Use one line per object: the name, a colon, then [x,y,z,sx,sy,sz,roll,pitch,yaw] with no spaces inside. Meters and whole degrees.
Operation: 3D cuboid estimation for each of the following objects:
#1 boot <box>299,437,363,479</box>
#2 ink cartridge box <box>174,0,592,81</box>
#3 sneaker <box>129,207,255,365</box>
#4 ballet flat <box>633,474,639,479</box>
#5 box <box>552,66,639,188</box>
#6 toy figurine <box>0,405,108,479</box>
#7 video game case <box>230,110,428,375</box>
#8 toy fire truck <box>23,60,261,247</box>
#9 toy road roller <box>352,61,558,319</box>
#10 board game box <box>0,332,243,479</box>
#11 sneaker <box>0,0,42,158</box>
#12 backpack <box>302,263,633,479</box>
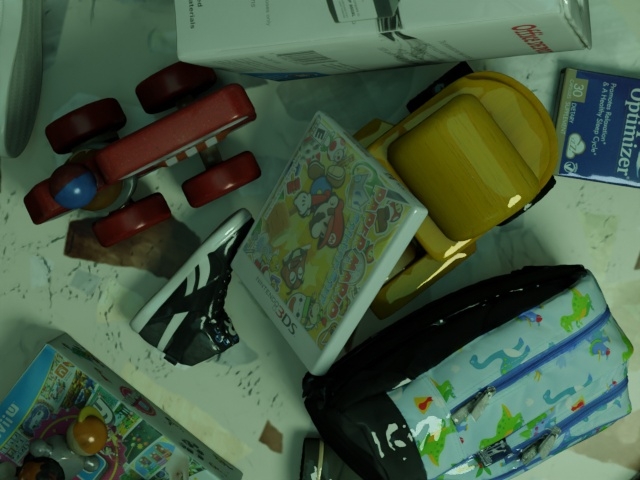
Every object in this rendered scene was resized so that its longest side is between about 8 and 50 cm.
boot: [0.039,0.359,1.310,0.137,0.077,0.198,4,96,-4]
ink cartridge box: [0.078,-0.279,1.094,0.394,0.285,0.166,-2,93,19]
sneaker: [-0.130,0.069,1.290,0.121,0.079,0.217,43,103,-5]
ballet flat: [0.377,0.345,1.297,0.250,0.084,0.058,-34,94,10]
box: [0.405,-0.133,1.274,0.225,0.036,0.136,9,95,0]
toy figurine: [-0.271,0.315,1.148,0.148,0.213,0.209,-38,89,16]
video game case: [0.000,0.000,1.140,0.206,0.026,0.227,49,116,40]
toy fire truck: [-0.213,-0.101,1.183,0.302,0.254,0.169,-25,94,3]
toy road roller: [0.121,-0.061,1.184,0.329,0.240,0.202,-37,93,4]
board game box: [-0.287,0.301,1.300,0.303,0.097,0.224,38,94,-1]
sneaker: [-0.441,-0.247,1.258,0.169,0.108,0.293,1,85,3]
backpack: [0.189,0.163,1.195,0.355,0.290,0.273,-41,91,-13]
